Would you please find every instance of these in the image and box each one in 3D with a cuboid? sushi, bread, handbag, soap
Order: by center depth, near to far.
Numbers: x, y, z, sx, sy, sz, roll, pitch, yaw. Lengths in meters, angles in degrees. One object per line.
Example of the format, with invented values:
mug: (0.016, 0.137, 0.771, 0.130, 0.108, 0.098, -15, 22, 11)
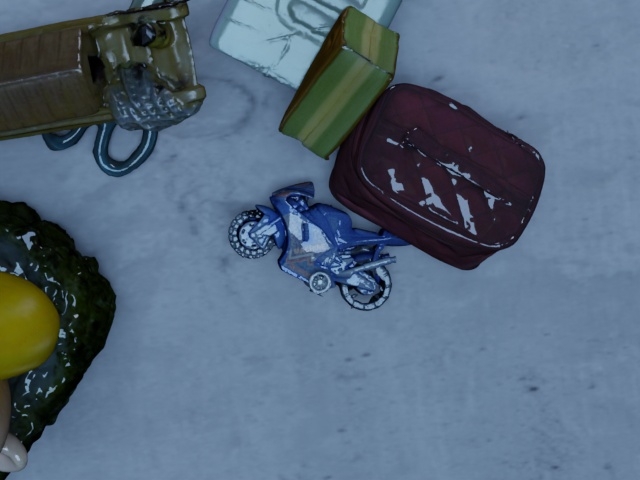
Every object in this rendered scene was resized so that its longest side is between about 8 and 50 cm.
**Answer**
bread: (0.019, -0.169, 1.396, 0.074, 0.084, 0.139, 27, 128, -14)
soap: (0.014, -0.307, 1.426, 0.172, 0.095, 0.290, 27, 97, -7)
sushi: (-0.414, 0.114, 1.435, 0.294, 0.178, 0.352, 35, 95, -5)
handbag: (0.130, -0.070, 1.437, 0.225, 0.135, 0.146, 29, 73, -6)

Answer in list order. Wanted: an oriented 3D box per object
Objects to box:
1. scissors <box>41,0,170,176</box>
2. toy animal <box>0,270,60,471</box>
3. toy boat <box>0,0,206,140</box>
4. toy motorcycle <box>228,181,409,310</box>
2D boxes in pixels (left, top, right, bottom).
scissors: (-0.213, -0.216, 1.458, 0.138, 0.041, 0.289, 25, 101, -6)
toy animal: (-0.439, 0.132, 1.226, 0.345, 0.277, 0.247, 20, 106, -5)
toy boat: (-0.341, -0.156, 1.380, 0.445, 0.162, 0.136, -9, 100, 9)
toy motorcycle: (0.000, 0.000, 1.489, 0.205, 0.076, 0.114, 25, 90, -7)
